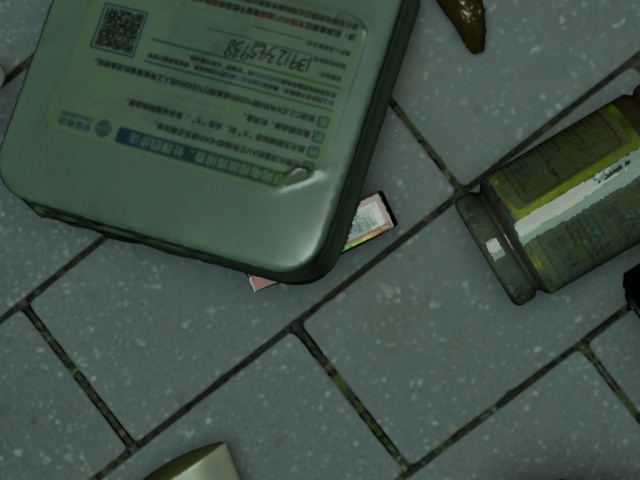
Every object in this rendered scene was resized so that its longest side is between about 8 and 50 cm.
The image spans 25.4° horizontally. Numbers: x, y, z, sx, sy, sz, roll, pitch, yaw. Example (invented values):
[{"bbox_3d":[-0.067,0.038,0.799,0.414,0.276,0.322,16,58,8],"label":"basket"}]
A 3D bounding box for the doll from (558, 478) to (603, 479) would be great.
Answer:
[{"bbox_3d":[0.329,0.382,1.547,0.349,0.247,0.247,1,92,-8],"label":"doll"}]

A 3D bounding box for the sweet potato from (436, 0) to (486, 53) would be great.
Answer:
[{"bbox_3d":[0.143,-0.346,1.614,0.067,0.067,0.274,-16,94,6],"label":"sweet potato"}]

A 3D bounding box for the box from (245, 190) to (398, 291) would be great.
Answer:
[{"bbox_3d":[0.000,0.001,1.618,0.175,0.112,0.048,-25,91,7],"label":"box"}]

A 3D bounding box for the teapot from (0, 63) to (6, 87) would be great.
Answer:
[{"bbox_3d":[-0.491,-0.111,1.654,0.298,0.139,0.204,-28,116,3],"label":"teapot"}]

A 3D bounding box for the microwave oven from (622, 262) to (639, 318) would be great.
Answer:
[{"bbox_3d":[0.444,0.090,1.486,0.181,0.295,0.237,-35,89,7],"label":"microwave oven"}]

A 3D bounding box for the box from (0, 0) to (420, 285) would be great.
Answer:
[{"bbox_3d":[-0.123,-0.177,1.573,0.396,0.111,0.396,16,81,15],"label":"box"}]

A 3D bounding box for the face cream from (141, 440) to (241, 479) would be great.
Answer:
[{"bbox_3d":[-0.127,0.424,1.662,0.173,0.081,0.348,-22,90,7],"label":"face cream"}]

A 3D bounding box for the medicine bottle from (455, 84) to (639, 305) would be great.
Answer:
[{"bbox_3d":[0.319,-0.066,1.564,0.322,0.151,0.151,-31,89,6],"label":"medicine bottle"}]
